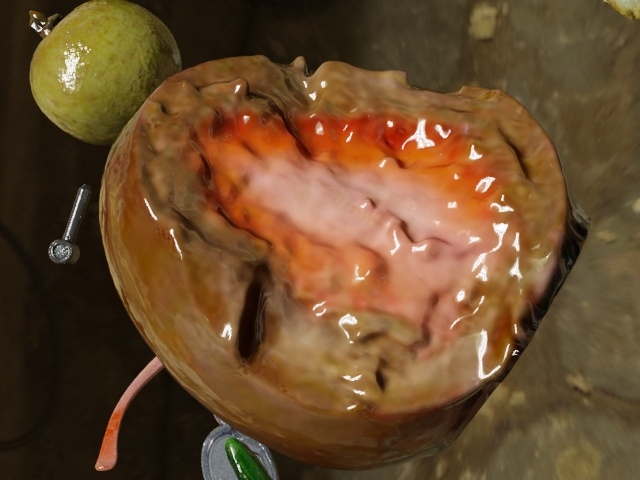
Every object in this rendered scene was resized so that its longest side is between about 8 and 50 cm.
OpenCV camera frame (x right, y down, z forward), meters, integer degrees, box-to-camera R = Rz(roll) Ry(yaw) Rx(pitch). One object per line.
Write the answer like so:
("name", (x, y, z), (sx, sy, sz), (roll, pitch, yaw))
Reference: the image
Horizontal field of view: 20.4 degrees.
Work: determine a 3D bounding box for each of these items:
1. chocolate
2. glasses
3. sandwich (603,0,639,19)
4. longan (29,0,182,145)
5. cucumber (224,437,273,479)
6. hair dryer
("chocolate", (0.000, 0.000, 0.533), (0.133, 0.124, 0.127), (35, 117, 2))
("glasses", (-0.154, 0.220, 1.720), (0.118, 0.268, 0.234), (7, 115, 31))
("sandwich", (0.122, -0.236, 1.042), (0.214, 0.186, 0.065), (23, 55, 16))
("longan", (-0.221, -0.174, 1.760), (0.176, 0.155, 0.145), (31, 94, 4))
("cucumber", (-0.038, 0.270, 1.744), (0.033, 0.036, 0.184), (-38, 85, -13))
("hair dryer", (-0.243, -0.015, 1.755), (0.026, 0.047, 0.083), (20, 86, 0))
